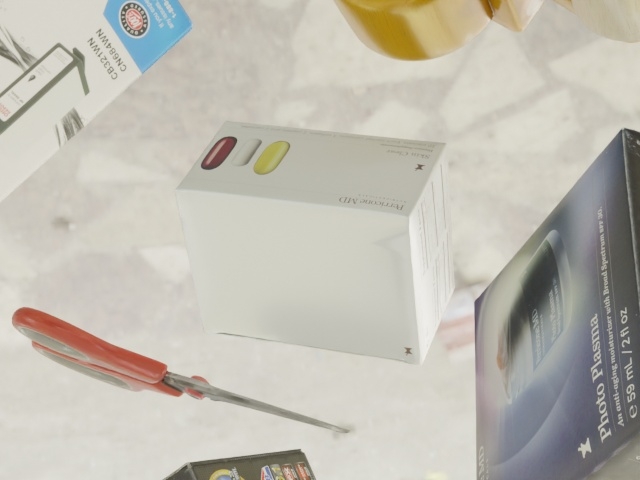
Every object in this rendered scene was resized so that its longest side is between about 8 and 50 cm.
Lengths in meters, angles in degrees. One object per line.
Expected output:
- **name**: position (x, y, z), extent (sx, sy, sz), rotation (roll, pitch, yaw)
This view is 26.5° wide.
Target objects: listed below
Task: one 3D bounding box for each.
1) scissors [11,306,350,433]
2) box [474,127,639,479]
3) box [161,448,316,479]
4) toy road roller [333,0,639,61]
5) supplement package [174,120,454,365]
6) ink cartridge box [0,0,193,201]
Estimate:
- **scissors**: position (-0.098, 0.105, 0.986), extent (0.297, 0.021, 0.109), rotation (15, 158, 23)
- **box**: position (0.271, 0.118, 1.188), extent (0.183, 0.296, 0.294), rotation (15, 141, -14)
- **box**: position (-0.048, 0.372, 1.520), extent (0.060, 0.270, 0.216), rotation (-36, 157, 27)
- **toy road roller**: position (0.156, -0.260, 1.258), extent (0.240, 0.330, 0.202), rotation (-54, 155, -3)
- **supplement package**: position (0.000, 0.000, 1.487), extent (0.262, 0.145, 0.204), rotation (7, 129, 19)
- **ink cartridge box**: position (-0.198, -0.118, 0.780), extent (0.203, 0.086, 0.148), rotation (-47, 127, -18)
